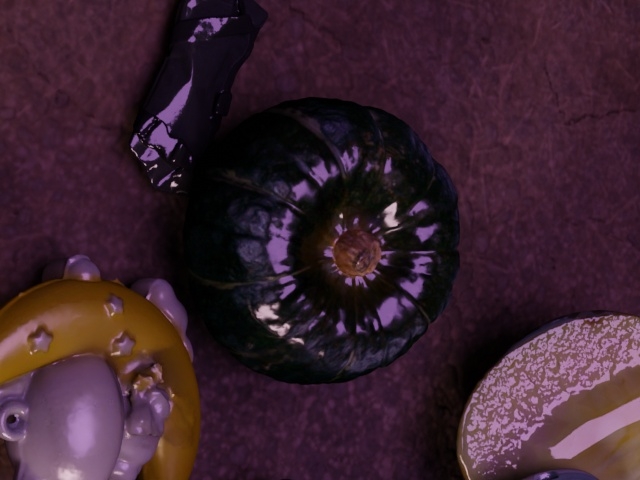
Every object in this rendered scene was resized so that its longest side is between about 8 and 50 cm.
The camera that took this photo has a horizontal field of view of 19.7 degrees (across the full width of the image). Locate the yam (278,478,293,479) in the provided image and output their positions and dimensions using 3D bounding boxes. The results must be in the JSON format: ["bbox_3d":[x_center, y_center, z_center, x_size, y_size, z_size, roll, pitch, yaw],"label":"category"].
[{"bbox_3d":[-0.105,0.294,1.582,0.259,0.106,0.106,-25,104,-31],"label":"yam"}]

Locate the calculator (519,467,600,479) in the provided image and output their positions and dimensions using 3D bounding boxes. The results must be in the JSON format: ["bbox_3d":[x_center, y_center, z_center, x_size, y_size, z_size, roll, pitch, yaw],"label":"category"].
[{"bbox_3d":[0.206,0.341,1.743,0.184,0.042,0.295,-13,123,-19],"label":"calculator"}]

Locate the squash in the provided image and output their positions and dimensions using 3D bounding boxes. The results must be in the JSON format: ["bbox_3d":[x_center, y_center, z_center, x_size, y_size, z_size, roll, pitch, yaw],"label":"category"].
[{"bbox_3d":[0.000,0.000,1.598,0.252,0.165,0.252,-2,94,-35],"label":"squash"}]

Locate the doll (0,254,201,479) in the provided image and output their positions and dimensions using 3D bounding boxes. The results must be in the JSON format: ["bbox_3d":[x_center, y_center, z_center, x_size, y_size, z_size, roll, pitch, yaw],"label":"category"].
[{"bbox_3d":[-0.200,0.137,1.514,0.237,0.111,0.252,5,88,-47],"label":"doll"}]

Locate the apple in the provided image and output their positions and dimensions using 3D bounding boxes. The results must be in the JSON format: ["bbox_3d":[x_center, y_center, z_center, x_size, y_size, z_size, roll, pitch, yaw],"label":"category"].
[{"bbox_3d":[0.238,0.158,1.769,0.265,0.120,0.193,-24,107,-14],"label":"apple"}]

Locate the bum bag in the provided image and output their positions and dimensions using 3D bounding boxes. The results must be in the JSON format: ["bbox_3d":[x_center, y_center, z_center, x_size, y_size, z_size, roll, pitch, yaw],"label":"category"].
[{"bbox_3d":[-0.106,-0.135,1.598,0.087,0.049,0.197,29,76,-34],"label":"bum bag"}]
